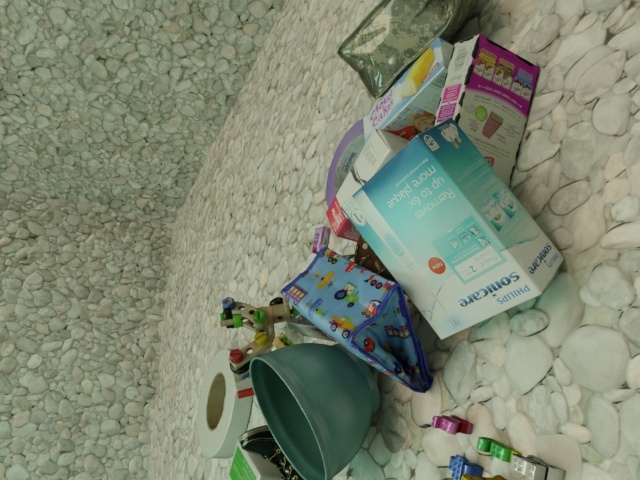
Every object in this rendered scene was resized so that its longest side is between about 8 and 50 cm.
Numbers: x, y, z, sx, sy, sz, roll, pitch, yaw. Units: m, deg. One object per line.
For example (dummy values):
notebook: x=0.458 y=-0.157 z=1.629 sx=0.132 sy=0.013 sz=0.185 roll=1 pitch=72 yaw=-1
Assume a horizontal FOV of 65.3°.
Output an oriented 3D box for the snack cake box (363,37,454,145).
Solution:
snack cake box: x=0.229 y=-0.287 z=1.085 sx=0.264 sy=0.152 sz=0.089 roll=-40 pitch=43 yaw=48

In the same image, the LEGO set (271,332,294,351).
LEGO set: x=-0.013 y=0.352 z=1.240 sx=0.107 sy=0.132 sz=0.287 roll=-33 pitch=70 yaw=46

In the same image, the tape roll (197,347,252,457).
tape roll: x=-0.356 y=0.595 z=1.844 sx=0.392 sy=0.071 sz=0.392 roll=-39 pitch=43 yaw=49

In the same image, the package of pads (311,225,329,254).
package of pads: x=0.000 y=0.000 z=1.512 sx=0.050 sy=0.031 sz=0.083 roll=-15 pitch=63 yaw=63

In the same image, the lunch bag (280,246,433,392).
lunch bag: x=0.091 y=0.183 z=0.984 sx=0.138 sy=0.293 sz=0.221 roll=-45 pitch=38 yaw=-15

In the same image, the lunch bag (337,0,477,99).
lunch bag: x=0.212 y=-0.479 z=1.114 sx=0.287 sy=0.169 sz=0.235 roll=-38 pitch=2 yaw=37

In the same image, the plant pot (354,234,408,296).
plant pot: x=0.170 y=0.036 z=1.016 sx=0.167 sy=0.165 sz=0.167 roll=-37 pitch=46 yaw=50

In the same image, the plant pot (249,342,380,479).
plant pot: x=0.003 y=0.341 z=1.079 sx=0.293 sy=0.196 sz=0.293 roll=41 pitch=144 yaw=39

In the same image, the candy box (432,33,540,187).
candy box: x=0.296 y=-0.229 z=0.918 sx=0.071 sy=0.159 sz=0.234 roll=12 pitch=86 yaw=65

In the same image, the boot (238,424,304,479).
boot: x=-0.081 y=0.539 z=1.174 sx=0.085 sy=0.236 sz=0.179 roll=-40 pitch=44 yaw=24

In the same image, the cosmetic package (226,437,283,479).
cosmetic package: x=-0.173 y=0.742 z=1.319 sx=0.197 sy=0.155 sz=0.366 roll=15 pitch=88 yaw=62

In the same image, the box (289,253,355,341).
box: x=0.045 y=0.132 z=1.216 sx=0.231 sy=0.056 sz=0.183 roll=-52 pitch=19 yaw=-22

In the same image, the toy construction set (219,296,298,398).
toy construction set: x=-0.159 y=0.305 z=1.500 sx=0.257 sy=0.237 sz=0.309 roll=-128 pitch=29 yaw=-70

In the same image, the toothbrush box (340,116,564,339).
toothbrush box: x=0.210 y=-0.014 z=0.835 sx=0.296 sy=0.126 sz=0.216 roll=53 pitch=137 yaw=3

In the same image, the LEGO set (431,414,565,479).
LEGO set: x=0.245 y=0.350 z=0.781 sx=0.227 sy=0.093 sz=0.087 roll=3 pitch=79 yaw=63

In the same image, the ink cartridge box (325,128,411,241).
ink cartridge box: x=0.147 y=-0.106 z=1.125 sx=0.237 sy=0.171 sz=0.100 roll=-59 pitch=31 yaw=28

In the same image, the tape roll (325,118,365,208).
tape roll: x=0.120 y=-0.177 z=1.310 sx=0.275 sy=0.090 sz=0.275 roll=-39 pitch=43 yaw=49
